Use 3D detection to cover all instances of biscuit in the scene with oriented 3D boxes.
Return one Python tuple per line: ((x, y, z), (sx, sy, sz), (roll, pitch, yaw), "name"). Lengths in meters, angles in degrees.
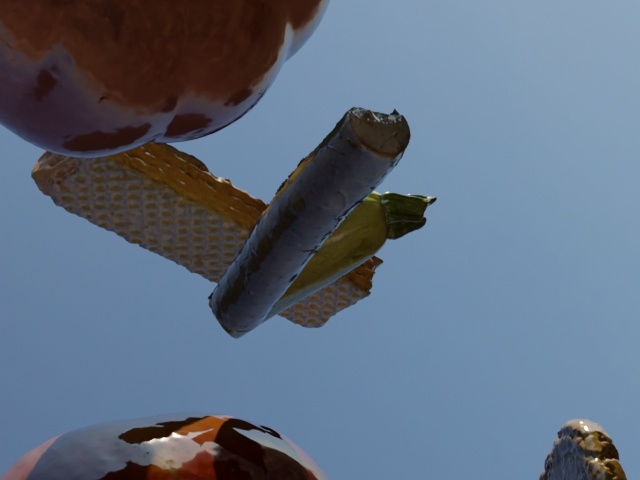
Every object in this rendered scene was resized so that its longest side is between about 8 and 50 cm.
((0.205, 0.251, 1.336), (0.226, 0.042, 0.226), (-179, 90, -83), "biscuit")
((-0.094, -0.009, 1.579), (0.378, 0.094, 0.054), (29, -136, -41), "biscuit")

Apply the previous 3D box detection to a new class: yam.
((-0.008, -0.007, 0.687), (0.032, 0.145, 0.032), (13, -125, -19), "yam")

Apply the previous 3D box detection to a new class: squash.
((-0.002, -0.002, 1.400), (0.075, 0.200, 0.090), (63, -174, 26), "squash")

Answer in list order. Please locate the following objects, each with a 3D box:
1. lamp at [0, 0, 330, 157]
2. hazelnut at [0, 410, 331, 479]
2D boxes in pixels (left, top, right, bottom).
((-0.139, -0.192, 1.027), (0.305, 0.239, 0.305), (7, -109, -22), "lamp")
((-0.106, 0.322, 1.367), (0.409, 0.359, 0.359), (66, -146, -33), "hazelnut")
